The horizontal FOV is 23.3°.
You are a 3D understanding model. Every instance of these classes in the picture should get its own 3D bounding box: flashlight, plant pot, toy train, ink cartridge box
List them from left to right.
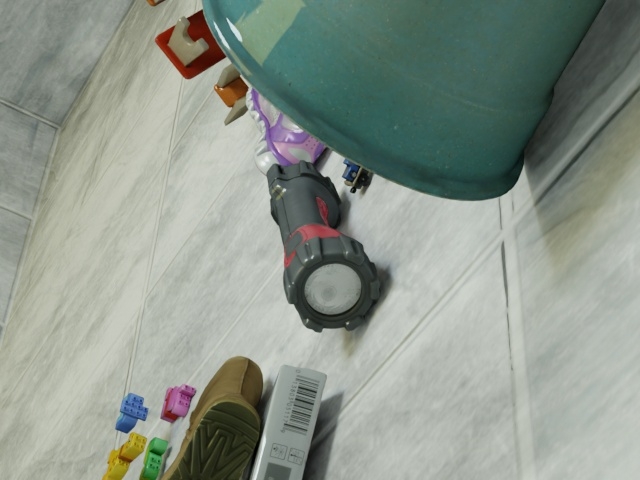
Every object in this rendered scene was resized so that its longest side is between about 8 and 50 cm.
[{"bbox_3d":[-0.056,0.264,1.661,0.232,0.066,0.189,102,-179,-58],"label":"ink cartridge box"},{"bbox_3d":[0.000,0.000,1.756,0.304,0.103,0.103,-103,7,-69],"label":"flashlight"},{"bbox_3d":[0.064,-0.130,1.827,0.158,0.036,0.027,-66,18,-3],"label":"toy train"},{"bbox_3d":[0.121,-0.270,1.339,0.334,0.341,0.341,-56,20,30],"label":"plant pot"}]

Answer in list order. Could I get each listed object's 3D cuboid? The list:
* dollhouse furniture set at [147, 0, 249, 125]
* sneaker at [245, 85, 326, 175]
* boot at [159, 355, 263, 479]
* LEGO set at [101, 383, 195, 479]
[{"bbox_3d":[-0.137,-0.331,2.360,0.259,0.262,0.135,-36,-3,-34],"label":"dollhouse furniture set"},{"bbox_3d":[-0.033,-0.166,2.080,0.104,0.095,0.236,-49,28,24],"label":"sneaker"},{"bbox_3d":[-0.131,0.253,1.722,0.236,0.089,0.269,-56,4,1],"label":"boot"},{"bbox_3d":[-0.231,0.270,2.058,0.093,0.087,0.227,-43,29,50],"label":"LEGO set"}]
